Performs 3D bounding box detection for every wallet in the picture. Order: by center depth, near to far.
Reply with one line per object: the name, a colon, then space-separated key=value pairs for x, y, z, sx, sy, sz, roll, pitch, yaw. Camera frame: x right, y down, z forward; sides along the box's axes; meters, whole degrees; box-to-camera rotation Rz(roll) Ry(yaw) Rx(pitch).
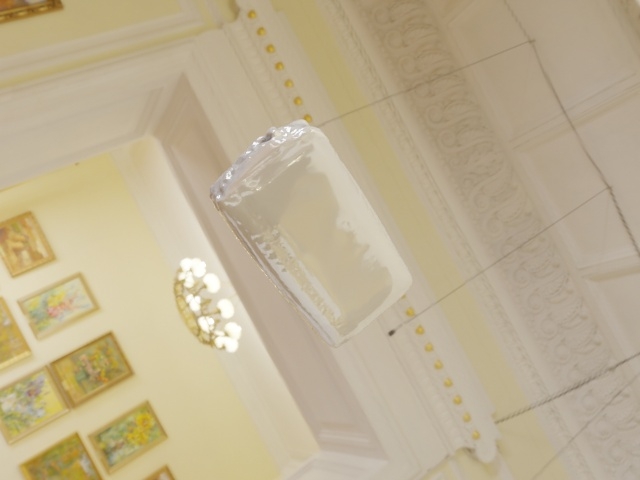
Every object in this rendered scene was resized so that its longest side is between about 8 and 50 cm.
wallet: x=0.000 y=0.000 z=0.439 sx=0.033 sy=0.095 sz=0.190 roll=39 pitch=-14 yaw=53
